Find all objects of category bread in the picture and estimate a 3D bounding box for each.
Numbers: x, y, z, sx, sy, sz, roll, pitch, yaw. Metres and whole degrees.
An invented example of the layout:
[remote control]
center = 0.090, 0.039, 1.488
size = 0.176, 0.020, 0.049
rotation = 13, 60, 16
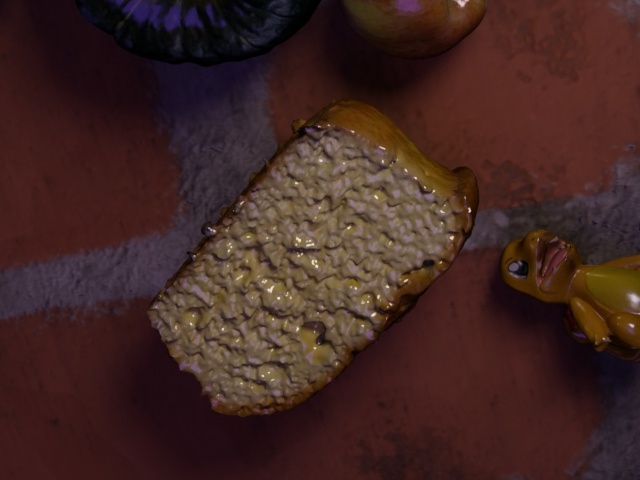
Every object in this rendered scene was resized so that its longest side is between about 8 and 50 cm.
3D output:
[bread]
center = 0.000, 0.000, 1.420
size = 0.194, 0.179, 0.340
rotation = 39, 123, -8

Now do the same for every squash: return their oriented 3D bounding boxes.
[squash]
center = -0.104, -0.265, 1.297
size = 0.252, 0.165, 0.252
rotation = 4, 118, 8

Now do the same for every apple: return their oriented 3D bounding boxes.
[apple]
center = 0.079, -0.210, 1.312
size = 0.102, 0.126, 0.126
rotation = 31, 132, 42

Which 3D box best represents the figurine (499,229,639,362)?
[figurine]
center = 0.247, 0.055, 1.454
size = 0.176, 0.121, 0.122
rotation = 28, 150, 12
